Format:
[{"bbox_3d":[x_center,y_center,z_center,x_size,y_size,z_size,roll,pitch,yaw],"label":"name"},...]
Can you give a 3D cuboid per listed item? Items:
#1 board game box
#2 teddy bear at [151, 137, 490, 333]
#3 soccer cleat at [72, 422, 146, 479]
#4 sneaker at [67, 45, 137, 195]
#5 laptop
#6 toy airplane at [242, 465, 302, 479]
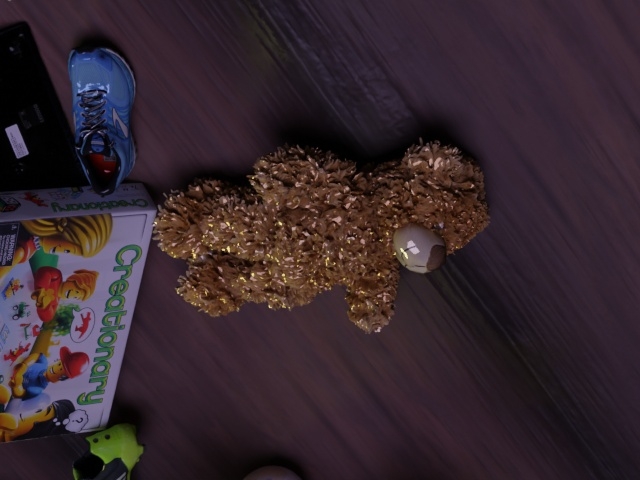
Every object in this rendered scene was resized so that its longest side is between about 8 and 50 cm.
[{"bbox_3d":[-0.291,0.081,1.888,0.193,0.053,0.305,-6,130,-28],"label":"board game box"},{"bbox_3d":[0.000,0.000,1.826,0.338,0.113,0.245,3,127,2],"label":"teddy bear"},{"bbox_3d":[-0.242,0.265,2.040,0.072,0.060,0.179,-9,140,-23],"label":"soccer cleat"},{"bbox_3d":[-0.211,-0.114,1.782,0.063,0.073,0.162,-4,125,7],"label":"sneaker"},{"bbox_3d":[-0.390,-0.089,1.850,0.264,0.136,0.234,-25,124,-10],"label":"laptop"},{"bbox_3d":[-0.045,0.390,2.040,0.386,0.272,0.384,9,163,-12],"label":"toy airplane"}]
